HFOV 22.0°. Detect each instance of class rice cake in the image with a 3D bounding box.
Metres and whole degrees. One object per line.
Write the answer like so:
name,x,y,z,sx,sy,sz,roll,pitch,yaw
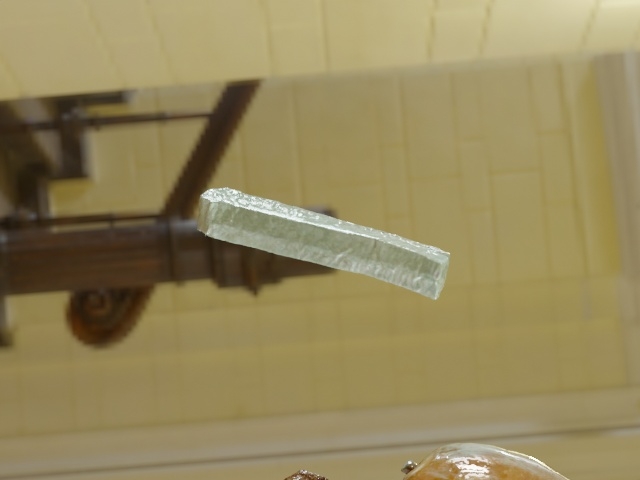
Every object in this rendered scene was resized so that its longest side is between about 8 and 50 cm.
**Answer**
rice cake,0.000,0.000,1.516,0.042,0.245,0.045,-43,144,-60

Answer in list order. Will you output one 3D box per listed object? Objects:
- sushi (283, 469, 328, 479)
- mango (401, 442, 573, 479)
sushi,-0.036,0.294,1.830,0.047,0.099,0.050,46,26,-2
mango,0.225,0.349,1.605,0.384,0.199,0.221,47,-14,7
